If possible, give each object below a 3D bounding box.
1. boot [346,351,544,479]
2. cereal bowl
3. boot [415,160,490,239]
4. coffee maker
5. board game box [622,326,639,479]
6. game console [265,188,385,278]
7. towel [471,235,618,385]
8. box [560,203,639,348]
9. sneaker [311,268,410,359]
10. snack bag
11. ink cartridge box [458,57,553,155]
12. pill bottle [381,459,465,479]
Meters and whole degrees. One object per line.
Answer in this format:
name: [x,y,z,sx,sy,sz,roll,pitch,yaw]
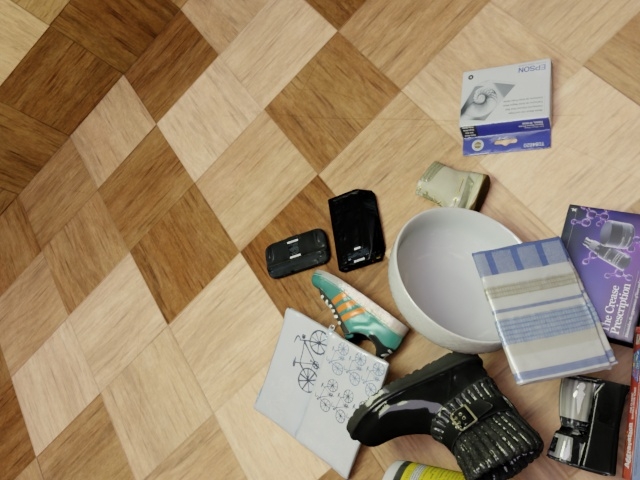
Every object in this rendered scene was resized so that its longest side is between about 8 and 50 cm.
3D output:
boot: [0.243,0.400,1.238,0.348,0.131,0.260,-32,53,7]
cereal bowl: [0.301,0.099,1.317,0.338,0.141,0.339,6,54,-9]
boot: [0.305,-0.086,1.498,0.165,0.077,0.213,24,85,34]
coffee maker: [0.546,0.364,1.187,0.171,0.120,0.178,7,78,31]
board game box: [0.651,0.317,1.143,0.145,0.027,0.281,14,78,-11]
game console: [0.000,0.000,1.667,0.361,0.044,0.213,-19,64,24]
towel: [0.437,0.136,1.198,0.209,0.034,0.285,-10,65,-8]
box: [0.590,0.072,1.268,0.184,0.103,0.261,12,81,35]
sneaker: [0.073,0.184,1.525,0.302,0.108,0.121,34,88,32]
snack bag: [-0.012,0.366,1.510,0.342,0.037,0.323,27,106,34]
ink cartridge box: [0.459,-0.329,1.503,0.223,0.045,0.224,-2,74,29]
pill bottle: [0.293,0.571,1.225,0.333,0.188,0.188,0,75,30]
